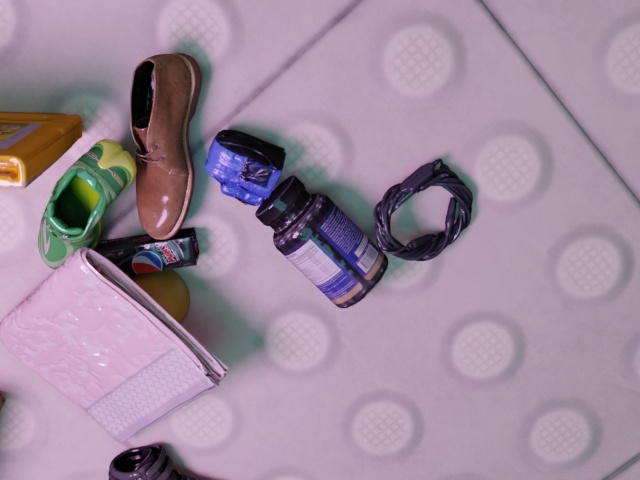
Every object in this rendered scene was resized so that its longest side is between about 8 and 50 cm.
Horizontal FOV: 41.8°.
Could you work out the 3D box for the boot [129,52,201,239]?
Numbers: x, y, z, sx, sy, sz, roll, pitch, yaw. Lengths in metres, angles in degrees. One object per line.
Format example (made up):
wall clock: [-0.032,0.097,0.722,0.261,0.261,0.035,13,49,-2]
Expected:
boot: [-0.267,-0.144,1.336,0.112,0.115,0.306,13,106,20]

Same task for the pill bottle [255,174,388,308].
pill bottle: [0.000,0.000,1.399,0.123,0.123,0.219,-42,104,11]

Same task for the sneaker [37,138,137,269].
sneaker: [-0.402,-0.047,1.344,0.109,0.123,0.295,41,130,0]

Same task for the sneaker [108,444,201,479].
sneaker: [-0.261,0.457,1.550,0.295,0.105,0.147,0,113,3]

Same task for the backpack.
backpack: [-0.129,-0.119,1.370,0.120,0.098,0.101,24,110,-10]

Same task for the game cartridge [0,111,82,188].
game cartridge: [-0.527,-0.145,1.234,0.285,0.324,0.053,1,111,-2]

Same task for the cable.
cable: [0.171,-0.039,1.418,0.184,0.047,0.151,-42,118,-9]

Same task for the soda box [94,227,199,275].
soda box: [-0.295,0.022,1.431,0.168,0.060,0.053,-9,109,1]

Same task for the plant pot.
plant pot: [-0.298,0.118,1.445,0.134,0.095,0.134,0,108,-1]

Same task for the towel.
towel: [-0.364,0.190,1.418,0.317,0.053,0.331,45,129,-14]

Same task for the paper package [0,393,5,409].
paper package: [-0.762,0.384,1.454,0.324,0.168,0.310,17,93,-7]
